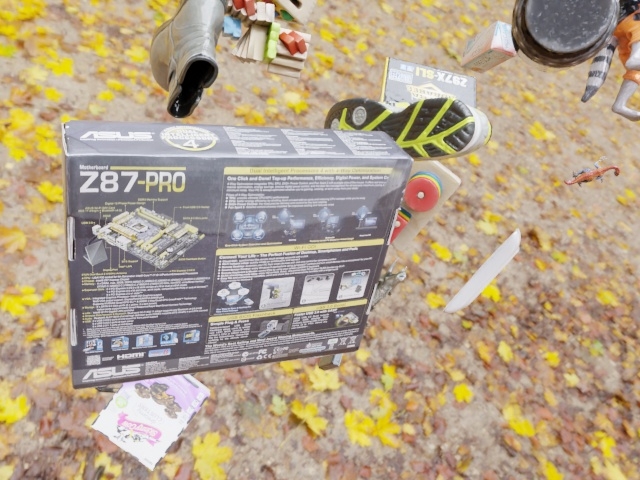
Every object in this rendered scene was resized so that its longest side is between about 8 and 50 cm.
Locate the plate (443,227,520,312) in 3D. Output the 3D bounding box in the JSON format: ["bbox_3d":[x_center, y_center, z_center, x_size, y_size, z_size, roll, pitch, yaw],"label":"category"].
[{"bbox_3d":[0.450,0.086,1.658,0.045,0.278,0.277,43,14,11],"label":"plate"}]

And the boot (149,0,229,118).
[{"bbox_3d":[-0.204,-0.244,0.889,0.083,0.246,0.161,14,65,-23],"label":"boot"}]

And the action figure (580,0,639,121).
[{"bbox_3d":[0.545,-0.424,1.093,0.341,0.178,0.330,27,62,-56],"label":"action figure"}]

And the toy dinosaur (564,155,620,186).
[{"bbox_3d":[0.547,-0.128,1.219,0.090,0.082,0.047,-36,103,-32],"label":"toy dinosaur"}]

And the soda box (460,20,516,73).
[{"bbox_3d":[0.370,-0.421,1.348,0.058,0.063,0.183,15,1,-9],"label":"soda box"}]

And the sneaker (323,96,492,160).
[{"bbox_3d":[0.165,-0.212,1.253,0.384,0.145,0.147,14,9,42],"label":"sneaker"}]

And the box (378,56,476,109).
[{"bbox_3d":[0.356,-0.472,2.049,0.321,0.079,0.257,12,53,-2],"label":"box"}]

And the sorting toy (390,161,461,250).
[{"bbox_3d":[0.179,-0.127,1.583,0.257,0.255,0.089,38,29,2],"label":"sorting toy"}]

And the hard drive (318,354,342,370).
[{"bbox_3d":[0.037,0.233,1.433,0.022,0.094,0.135,25,66,-13],"label":"hard drive"}]

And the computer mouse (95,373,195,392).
[{"bbox_3d":[-0.460,0.336,1.603,0.261,0.060,0.184,2,20,19],"label":"computer mouse"}]

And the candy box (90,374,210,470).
[{"bbox_3d":[-0.361,0.359,1.320,0.164,0.070,0.196,37,80,-5],"label":"candy box"}]

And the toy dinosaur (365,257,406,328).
[{"bbox_3d":[0.078,0.143,1.680,0.313,0.121,0.160,1,40,7],"label":"toy dinosaur"}]

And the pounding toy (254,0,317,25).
[{"bbox_3d":[-0.145,-0.638,1.557,0.206,0.094,0.181,27,1,37],"label":"pounding toy"}]

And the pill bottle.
[{"bbox_3d":[0.304,-0.279,0.775,0.122,0.123,0.219,34,21,7],"label":"pill bottle"}]

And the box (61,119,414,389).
[{"bbox_3d":[-0.107,0.020,0.764,0.394,0.318,0.097,-3,36,-23],"label":"box"}]

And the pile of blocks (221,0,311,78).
[{"bbox_3d":[-0.175,-0.521,1.461,0.362,0.149,0.112,34,-5,-17],"label":"pile of blocks"}]
